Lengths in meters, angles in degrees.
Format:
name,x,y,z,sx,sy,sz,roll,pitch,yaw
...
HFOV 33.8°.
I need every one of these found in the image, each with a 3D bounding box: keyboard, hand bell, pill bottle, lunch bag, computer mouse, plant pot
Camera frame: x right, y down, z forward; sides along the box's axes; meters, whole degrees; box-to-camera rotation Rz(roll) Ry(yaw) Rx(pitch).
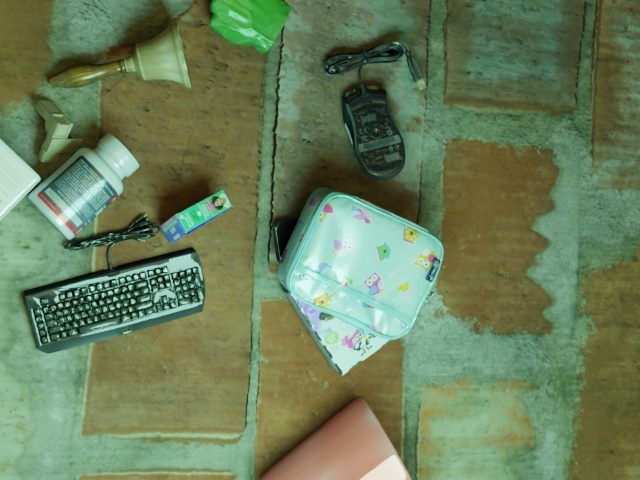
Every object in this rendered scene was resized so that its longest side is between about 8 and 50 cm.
name,x,y,z,sx,sy,sz,roll,pitch,yaw
keyboard,0.000,0.000,2.008,0.180,0.023,0.108,-12,102,-16
hand bell,-0.359,-0.307,1.864,0.241,0.126,0.126,-12,95,-3
pill bottle,-0.409,-0.098,1.836,0.180,0.108,0.108,-44,103,-11
lunch bag,0.076,0.049,1.897,0.279,0.108,0.224,25,89,-19
keyboard,-0.371,0.071,1.895,0.317,0.033,0.202,-15,96,-17
computer mouse,0.124,-0.252,2.024,0.184,0.060,0.262,-20,86,-11
plant pot,0.037,0.461,1.929,0.243,0.275,0.275,-28,100,-4

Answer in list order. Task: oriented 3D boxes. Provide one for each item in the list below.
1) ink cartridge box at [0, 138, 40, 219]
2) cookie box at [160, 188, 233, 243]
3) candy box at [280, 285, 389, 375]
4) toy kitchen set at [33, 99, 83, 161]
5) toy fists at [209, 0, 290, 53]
name,x,y,z,sx,sy,sz,roll,pitch,yaw
ink cartridge box,-0.644,-0.075,1.759,0.207,0.117,0.283,45,79,-14
cookie box,-0.223,-0.043,1.890,0.107,0.092,0.040,-33,93,-30
candy box,0.048,0.127,1.993,0.164,0.070,0.196,-35,106,-11
toy kitchen set,-0.469,-0.192,1.860,0.068,0.075,0.083,-6,134,-52
toy fists,-0.110,-0.486,1.925,0.142,0.096,0.279,31,81,-26
